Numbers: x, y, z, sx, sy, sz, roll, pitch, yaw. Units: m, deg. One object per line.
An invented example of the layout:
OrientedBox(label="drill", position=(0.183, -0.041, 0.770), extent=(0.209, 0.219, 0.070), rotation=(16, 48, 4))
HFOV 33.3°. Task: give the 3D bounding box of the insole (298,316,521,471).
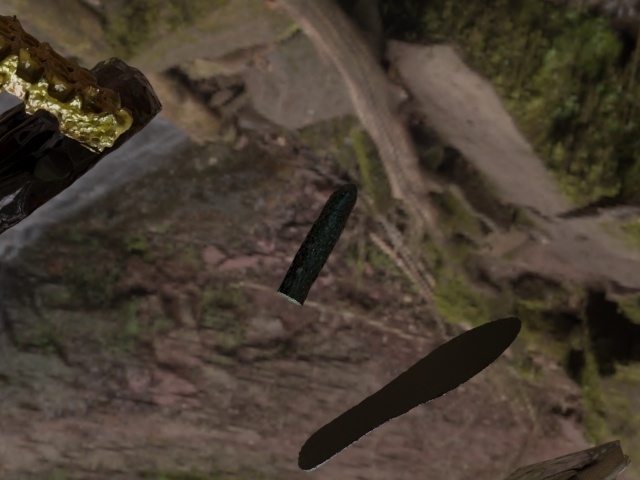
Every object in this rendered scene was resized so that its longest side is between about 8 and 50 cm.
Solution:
OrientedBox(label="insole", position=(0.101, 0.180, 1.264), extent=(0.007, 0.322, 0.109), rotation=(50, -165, -17))

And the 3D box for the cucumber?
OrientedBox(label="cucumber", position=(0.000, 0.000, 1.063), extent=(0.032, 0.133, 0.032), rotation=(28, 173, 4))

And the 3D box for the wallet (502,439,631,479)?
OrientedBox(label="wallet", position=(0.218, 0.332, 1.279), extent=(0.335, 0.068, 0.275), rotation=(-27, 177, -37))

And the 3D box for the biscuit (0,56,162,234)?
OrientedBox(label="biscuit", position=(-0.362, -0.073, 1.161), extent=(0.407, 0.091, 0.407), rotation=(-28, -163, 9))

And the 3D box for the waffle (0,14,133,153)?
OrientedBox(label="waffle", position=(-0.236, -0.137, 0.826), extent=(0.192, 0.046, 0.160), rotation=(39, -168, 9))
